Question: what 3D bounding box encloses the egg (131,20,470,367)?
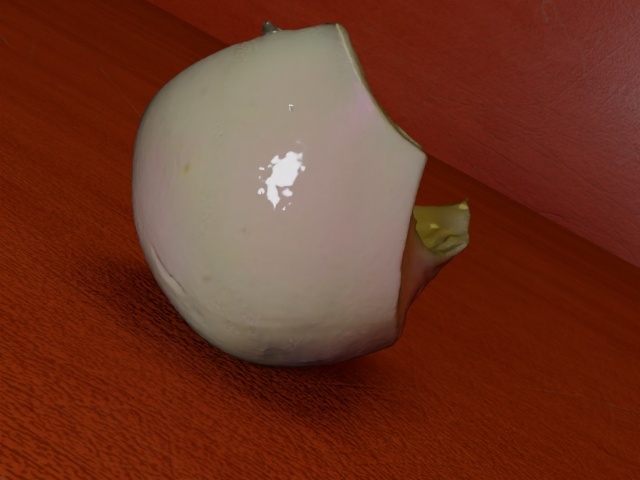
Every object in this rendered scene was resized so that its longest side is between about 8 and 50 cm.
[{"bbox_3d":[-0.016,0.006,0.905,0.206,0.161,0.271,-9,-31,12],"label":"egg"}]
